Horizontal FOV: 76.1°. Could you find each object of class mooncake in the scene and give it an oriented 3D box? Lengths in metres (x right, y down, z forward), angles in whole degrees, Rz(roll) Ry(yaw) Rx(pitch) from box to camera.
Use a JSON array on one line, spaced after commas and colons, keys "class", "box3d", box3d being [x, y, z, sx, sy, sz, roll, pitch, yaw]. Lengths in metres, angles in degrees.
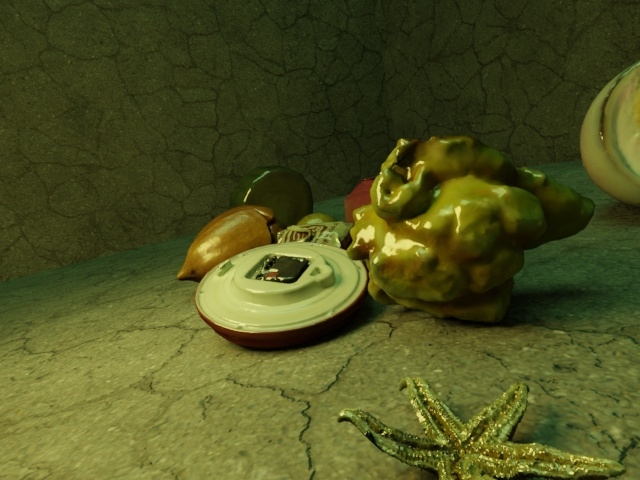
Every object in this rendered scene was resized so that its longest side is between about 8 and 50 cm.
[{"class": "mooncake", "box3d": [-0.202, -0.139, 1.671, 0.351, 0.351, 0.187, -16, 22, -25]}]

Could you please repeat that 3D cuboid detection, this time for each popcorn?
[{"class": "popcorn", "box3d": [0.211, -0.004, 0.648, 0.321, 0.290, 0.326, 28, -11, 19]}]

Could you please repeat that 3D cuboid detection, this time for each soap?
[{"class": "soap", "box3d": [0.214, -0.103, 1.249, 0.324, 0.220, 0.127, -2, 9, 40]}]

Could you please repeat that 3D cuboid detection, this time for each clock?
[{"class": "clock", "box3d": [-0.069, 0.075, 0.753, 0.318, 0.080, 0.318, -5, 23, 2]}]

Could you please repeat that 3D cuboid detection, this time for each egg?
[{"class": "egg", "box3d": [0.827, -0.242, 1.004, 0.354, 0.355, 0.340, -8, -6, 19]}]

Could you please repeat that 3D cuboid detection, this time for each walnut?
[{"class": "walnut", "box3d": [-0.243, 0.025, 1.130, 0.336, 0.209, 0.209, -32, 20, -32]}]

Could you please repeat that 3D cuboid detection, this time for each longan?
[{"class": "longan", "box3d": [0.000, 0.000, 1.189, 0.154, 0.176, 0.145, -33, -28, -14]}]

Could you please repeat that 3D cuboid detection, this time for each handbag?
[{"class": "handbag", "box3d": [-0.030, 0.034, 1.027, 0.235, 0.127, 0.213, -8, 39, 31]}]

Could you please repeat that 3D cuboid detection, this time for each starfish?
[{"class": "starfish", "box3d": [0.127, 0.156, 0.338, 0.175, 0.053, 0.208, -16, 14, -29]}]

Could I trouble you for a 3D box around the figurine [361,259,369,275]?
[{"class": "figurine", "box3d": [0.131, 0.039, 0.842, 0.102, 0.111, 0.195, -43, -6, -8]}]
